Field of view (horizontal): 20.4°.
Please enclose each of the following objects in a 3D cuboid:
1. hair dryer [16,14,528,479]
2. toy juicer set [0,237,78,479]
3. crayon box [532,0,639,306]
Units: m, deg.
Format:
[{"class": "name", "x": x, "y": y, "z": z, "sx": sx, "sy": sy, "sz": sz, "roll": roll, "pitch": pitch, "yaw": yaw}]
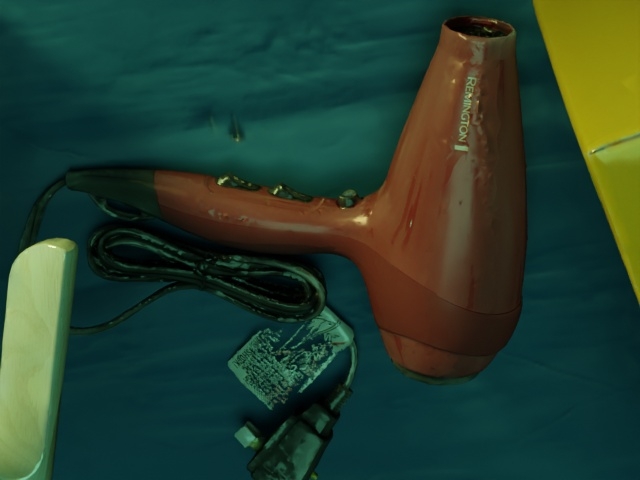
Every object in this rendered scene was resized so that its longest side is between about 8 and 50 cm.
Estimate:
[{"class": "hair dryer", "x": 0.000, "y": 0.000, "z": 0.913, "sx": 0.223, "sy": 0.080, "sz": 0.293, "roll": 41, "pitch": 109, "yaw": -18}, {"class": "toy juicer set", "x": -0.245, "y": 0.130, "z": 0.792, "sx": 0.329, "sy": 0.089, "sz": 0.209, "roll": -11, "pitch": 116, "yaw": 4}, {"class": "crayon box", "x": 0.182, "y": -0.004, "z": 0.845, "sx": 0.083, "sy": 0.203, "sz": 0.323, "roll": -19, "pitch": 115, "yaw": 9}]
